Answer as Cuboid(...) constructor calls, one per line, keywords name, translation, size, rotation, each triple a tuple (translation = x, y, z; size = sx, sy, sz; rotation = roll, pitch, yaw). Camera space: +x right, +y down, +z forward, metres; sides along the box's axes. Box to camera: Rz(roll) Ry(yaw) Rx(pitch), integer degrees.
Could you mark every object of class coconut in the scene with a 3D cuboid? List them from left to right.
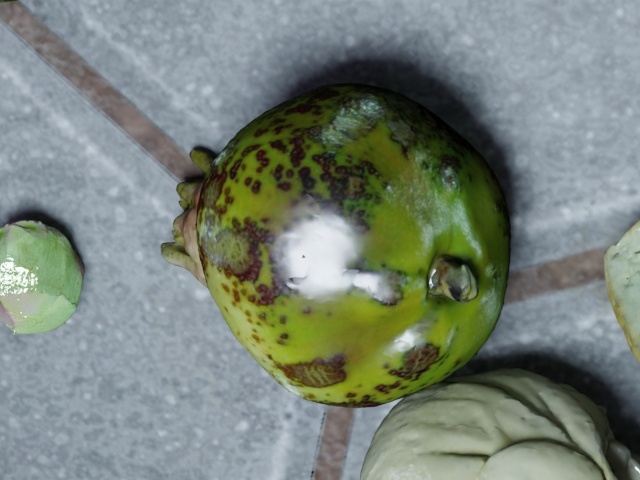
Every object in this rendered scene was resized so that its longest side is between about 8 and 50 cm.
Cuboid(name="coconut", translation=(-0.223, 0.023, 1.330), size=(0.083, 0.081, 0.082), rotation=(-2, 145, 3))

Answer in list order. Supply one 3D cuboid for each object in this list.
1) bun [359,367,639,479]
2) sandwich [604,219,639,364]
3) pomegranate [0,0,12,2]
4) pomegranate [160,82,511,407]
Cuboid(name="bun", translation=(0.146, 0.192, 1.179), size=(0.259, 0.259, 0.160), rotation=(44, 121, -2))
Cuboid(name="sandwich", translation=(0.318, 0.029, 1.082), size=(0.095, 0.249, 0.273), rotation=(31, 122, -33))
Cuboid(name="pomegranate", translation=(-0.212, -0.302, 1.147), size=(0.236, 0.236, 0.302), rotation=(31, 85, 4))
Cuboid(name="pomegranate", translation=(-0.010, 0.009, 1.189), size=(0.276, 0.204, 0.222), rotation=(-6, 119, 22))
